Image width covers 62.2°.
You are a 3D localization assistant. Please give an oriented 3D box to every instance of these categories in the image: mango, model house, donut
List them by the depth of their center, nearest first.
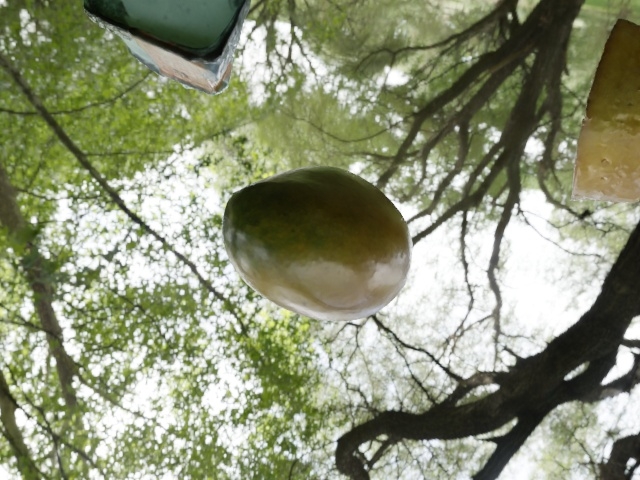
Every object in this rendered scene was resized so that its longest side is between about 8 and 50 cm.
[{"bbox_3d":[0.005,0.004,0.466,0.151,0.120,0.221,39,-163,10],"label":"mango"},{"bbox_3d":[0.466,-0.181,0.798,0.108,0.278,0.277,18,-152,29],"label":"donut"},{"bbox_3d":[-0.251,-0.375,0.962,0.252,0.185,0.291,23,171,1],"label":"model house"}]
